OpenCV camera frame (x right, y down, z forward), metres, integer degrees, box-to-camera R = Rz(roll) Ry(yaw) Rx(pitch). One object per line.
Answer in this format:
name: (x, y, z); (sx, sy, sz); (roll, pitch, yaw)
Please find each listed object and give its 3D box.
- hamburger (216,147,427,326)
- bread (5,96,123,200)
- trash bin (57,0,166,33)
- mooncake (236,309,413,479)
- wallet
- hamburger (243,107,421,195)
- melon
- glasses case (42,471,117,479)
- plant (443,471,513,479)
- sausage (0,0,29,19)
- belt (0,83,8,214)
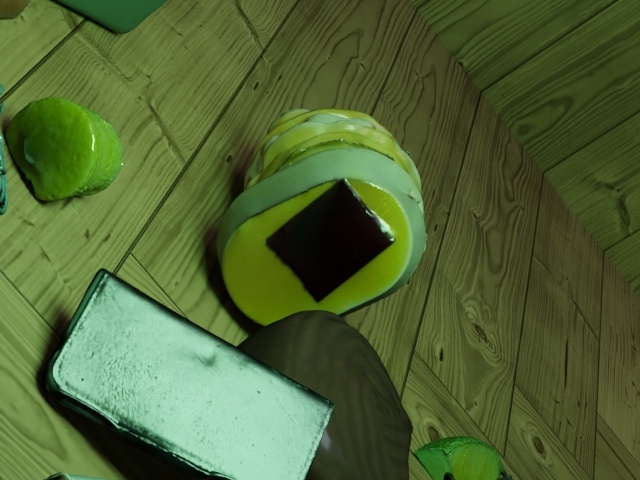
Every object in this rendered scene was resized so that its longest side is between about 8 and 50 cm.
hamburger: (0.000, 0.000, 2.141); (0.227, 0.295, 0.151); (64, 14, -16)
bread: (-0.311, -0.114, 1.934); (0.129, 0.111, 0.114); (65, 17, 10)
trash bin: (-0.341, -0.452, 2.167); (0.343, 0.223, 0.158); (20, 43, -50)
mooncake: (0.005, 0.253, 1.986); (0.334, 0.174, 0.326); (60, 21, 11)
wallet: (-0.148, 0.175, 1.766); (0.318, 0.045, 0.172); (29, 54, -9)
hamburger: (0.015, -0.075, 2.312); (0.276, 0.276, 0.237); (46, 16, -23)
melon: (0.240, 0.358, 2.453); (0.261, 0.053, 0.114); (13, 56, -57)
glasses case: (-0.175, 0.316, 1.650); (0.308, 0.083, 0.128); (21, 34, -53)
plant: (0.250, 0.447, 2.180); (0.199, 0.188, 0.276); (46, 26, -24)
sausage: (-0.514, -0.358, 1.867); (0.419, 0.094, 0.094); (23, 69, -52)
belt: (-0.397, -0.130, 1.681); (0.267, 0.116, 0.206); (-108, -173, -59)
